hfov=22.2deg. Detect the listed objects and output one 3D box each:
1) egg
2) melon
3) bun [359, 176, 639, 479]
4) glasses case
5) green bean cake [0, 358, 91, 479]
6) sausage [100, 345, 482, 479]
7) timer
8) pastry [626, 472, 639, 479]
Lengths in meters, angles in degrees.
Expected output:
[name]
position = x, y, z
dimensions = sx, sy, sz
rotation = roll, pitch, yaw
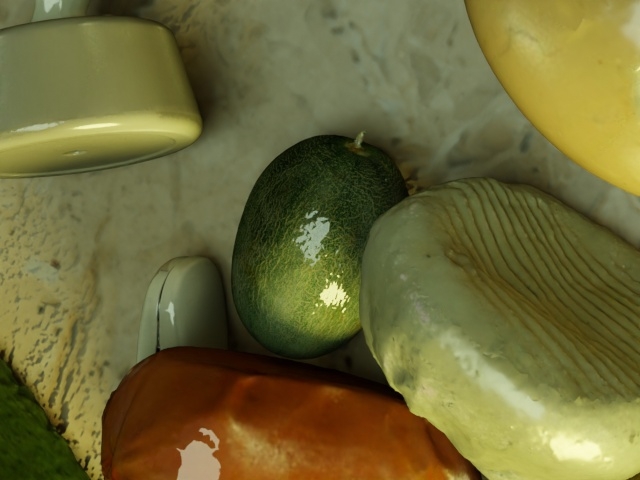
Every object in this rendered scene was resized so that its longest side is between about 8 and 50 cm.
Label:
[egg]
position = 0.186, -0.143, 0.941
dimensions = 0.244, 0.201, 0.201
rotation = 43, 114, 15
[melon]
position = 0.000, 0.000, 1.089
dimensions = 0.114, 0.114, 0.167
rotation = 24, 114, 12
[bun]
position = 0.124, 0.067, 1.016
dimensions = 0.231, 0.231, 0.133
rotation = 35, 125, 8
[glasses case]
position = -0.099, 0.111, 1.174
dimensions = 0.051, 0.081, 0.204
rotation = 7, 105, 19
[green bean cake]
position = -0.279, 0.224, 1.174
dimensions = 0.156, 0.250, 0.247
rotation = -35, 92, 23
[sausage]
position = -0.016, 0.155, 1.087
dimensions = 0.268, 0.153, 0.141
rotation = 15, 92, -20
[timer]
position = -0.183, -0.187, 1.103
dimensions = 0.175, 0.175, 0.266
rotation = -10, 84, 22
[pastry]
position = 0.263, 0.284, 1.049
dimensions = 0.356, 0.164, 0.356
rotation = 4, 103, 20
